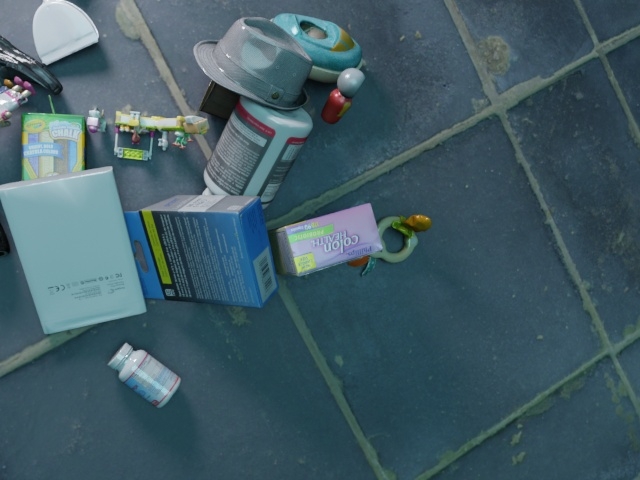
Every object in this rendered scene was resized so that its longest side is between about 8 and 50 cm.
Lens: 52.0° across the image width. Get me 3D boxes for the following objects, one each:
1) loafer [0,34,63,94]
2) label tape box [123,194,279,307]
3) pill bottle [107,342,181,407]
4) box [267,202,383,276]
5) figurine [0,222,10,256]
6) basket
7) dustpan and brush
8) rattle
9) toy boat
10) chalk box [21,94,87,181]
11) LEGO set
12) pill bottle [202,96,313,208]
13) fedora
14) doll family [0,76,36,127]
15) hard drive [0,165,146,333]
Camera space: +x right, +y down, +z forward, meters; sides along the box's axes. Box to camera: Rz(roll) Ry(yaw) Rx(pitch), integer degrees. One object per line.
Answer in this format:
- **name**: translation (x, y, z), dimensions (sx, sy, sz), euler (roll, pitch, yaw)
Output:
- **loafer**: translation (-0.694, -0.395, 1.493), dimensions (0.223, 0.076, 0.078), euler (35, 85, -8)
- **label tape box**: translation (-0.282, 0.020, 1.511), dimensions (0.334, 0.106, 0.240), euler (3, 118, 24)
- **pill bottle**: translation (-0.415, 0.315, 1.544), dimensions (0.160, 0.087, 0.087), euler (40, 78, -11)
- **box**: translation (0.000, 0.000, 1.593), dimensions (0.214, 0.243, 0.117), euler (-16, 93, -15)
- **figurine**: translation (-0.819, -0.053, 1.446), dimensions (0.215, 0.092, 0.209), euler (-12, 84, -15)
- **basket**: translation (-0.153, -0.354, 1.610), dimensions (0.227, 0.154, 0.204), euler (25, 70, -18)
- **dustpan and brush**: translation (-0.624, -0.532, 1.530), dimensions (0.147, 0.060, 0.211), euler (-26, 102, -3)
- **rattle**: translation (0.183, 0.018, 1.704), dimensions (0.200, 0.143, 0.130), euler (-29, 115, -21)
- **toy boat**: translation (0.018, -0.439, 1.599), dimensions (0.268, 0.148, 0.318), euler (2, 53, -32)
- **chalk box**: translation (-0.596, -0.216, 1.483), dimensions (0.132, 0.132, 0.212), euler (1, 89, -16)
- **LEGO set**: translation (-0.394, -0.241, 1.543), dimensions (0.287, 0.132, 0.107), euler (6, 92, 6)
- **pill bottle**: translation (-0.164, -0.180, 1.526), dimensions (0.176, 0.176, 0.318), euler (25, 117, -14)
- **fedora**: translation (-0.124, -0.400, 1.430), dimensions (0.276, 0.243, 0.124), euler (17, 124, -32)
- **doll family**: translation (-0.744, -0.293, 1.430), dimensions (0.263, 0.118, 0.163), euler (29, 61, 18)
- **hard drive**: translation (-0.542, 0.025, 1.462), dimensions (0.233, 0.047, 0.352), euler (-12, 115, -12)
